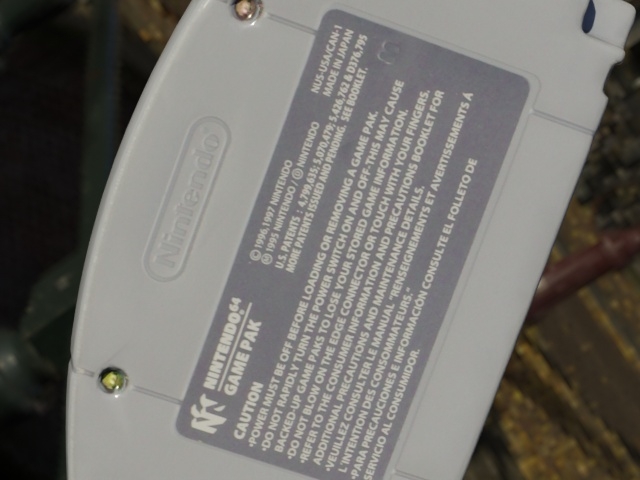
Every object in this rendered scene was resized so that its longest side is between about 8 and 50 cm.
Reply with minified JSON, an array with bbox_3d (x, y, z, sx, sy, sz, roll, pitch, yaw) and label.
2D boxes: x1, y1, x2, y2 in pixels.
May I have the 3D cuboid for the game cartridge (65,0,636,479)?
[{"bbox_3d":[0.000,0.000,0.785,0.196,0.294,0.060,19,7,-13],"label":"game cartridge"}]
